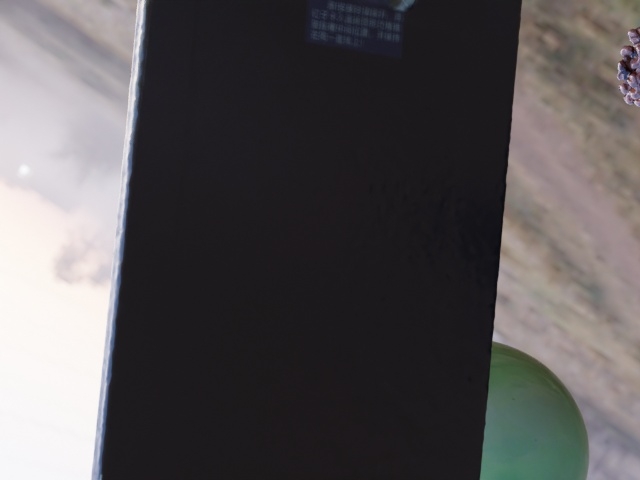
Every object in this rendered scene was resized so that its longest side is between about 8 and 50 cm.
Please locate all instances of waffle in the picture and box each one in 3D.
[{"bbox_3d":[0.248,-0.127,1.219,0.083,0.075,0.029,-8,-142,-28],"label":"waffle"}]

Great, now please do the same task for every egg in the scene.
[{"bbox_3d":[0.110,0.200,1.562,0.220,0.270,0.220,168,90,-78],"label":"egg"}]

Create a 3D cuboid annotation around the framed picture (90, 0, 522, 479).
[{"bbox_3d":[0.000,0.000,0.984,0.255,0.338,0.014,6,178,-31],"label":"framed picture"}]
